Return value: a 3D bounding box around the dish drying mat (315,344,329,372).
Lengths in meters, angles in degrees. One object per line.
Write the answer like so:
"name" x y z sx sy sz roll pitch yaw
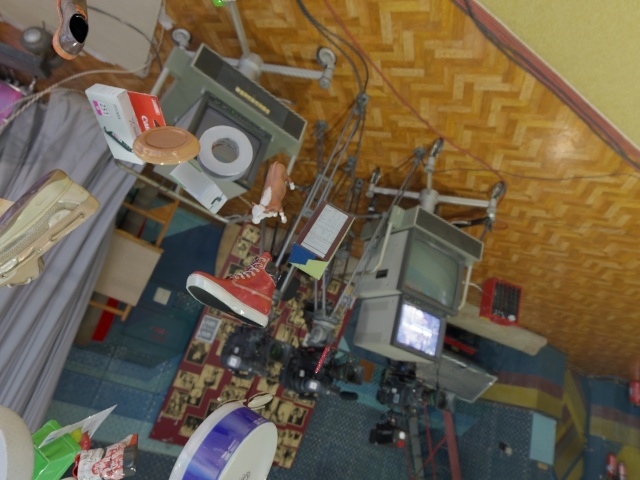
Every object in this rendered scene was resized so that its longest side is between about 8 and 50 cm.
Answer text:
"dish drying mat" 0.005 0.342 1.181 0.008 0.083 0.032 26 -172 14

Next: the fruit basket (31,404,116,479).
"fruit basket" -0.911 0.729 1.408 0.165 0.327 0.353 38 178 3

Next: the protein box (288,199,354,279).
"protein box" 0.000 0.000 1.480 0.136 0.201 0.200 30 155 4

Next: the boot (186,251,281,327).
"boot" -0.193 0.084 0.968 0.088 0.176 0.244 -2 151 37

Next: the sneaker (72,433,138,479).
"sneaker" -0.563 0.575 1.082 0.145 0.090 0.270 2 162 -23

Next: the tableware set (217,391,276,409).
"tableware set" -0.256 0.540 1.373 0.194 0.039 0.128 -1 140 -33

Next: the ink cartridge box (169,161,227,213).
"ink cartridge box" -0.443 -0.194 1.512 0.153 0.087 0.208 40 172 4

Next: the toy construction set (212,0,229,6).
"toy construction set" -0.354 -0.728 1.009 0.237 0.257 0.309 1 159 13

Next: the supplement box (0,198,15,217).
"supplement box" -0.757 -0.066 0.958 0.098 0.062 0.036 15 137 -12

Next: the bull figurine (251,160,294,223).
"bull figurine" -0.201 -0.188 1.774 0.101 0.310 0.188 7 155 20

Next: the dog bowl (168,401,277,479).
"dog bowl" -0.211 0.514 0.920 0.104 0.265 0.265 18 162 24

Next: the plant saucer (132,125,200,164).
"plant saucer" -0.475 -0.301 1.264 0.200 0.200 0.037 15 131 5

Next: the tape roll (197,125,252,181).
"tape roll" -0.391 -0.355 1.675 0.219 0.219 0.072 22 160 -13

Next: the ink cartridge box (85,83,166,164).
"ink cartridge box" -0.654 -0.389 1.432 0.239 0.060 0.275 15 139 13

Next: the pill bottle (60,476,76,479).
"pill bottle" -0.514 0.582 0.821 0.169 0.094 0.094 52 171 22

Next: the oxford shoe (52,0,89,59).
"oxford shoe" -0.782 -0.715 1.319 0.098 0.271 0.097 -13 163 28

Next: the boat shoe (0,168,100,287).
"boat shoe" -0.541 0.031 0.716 0.121 0.341 0.110 27 162 49

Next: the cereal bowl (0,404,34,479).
"cereal bowl" -0.873 0.588 1.051 0.339 0.339 0.141 10 169 18
